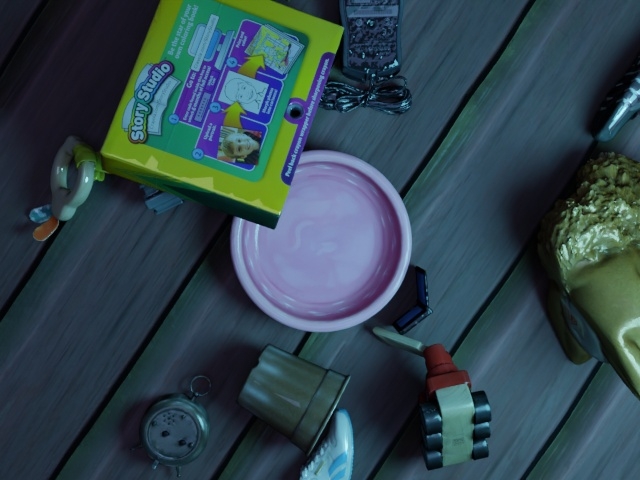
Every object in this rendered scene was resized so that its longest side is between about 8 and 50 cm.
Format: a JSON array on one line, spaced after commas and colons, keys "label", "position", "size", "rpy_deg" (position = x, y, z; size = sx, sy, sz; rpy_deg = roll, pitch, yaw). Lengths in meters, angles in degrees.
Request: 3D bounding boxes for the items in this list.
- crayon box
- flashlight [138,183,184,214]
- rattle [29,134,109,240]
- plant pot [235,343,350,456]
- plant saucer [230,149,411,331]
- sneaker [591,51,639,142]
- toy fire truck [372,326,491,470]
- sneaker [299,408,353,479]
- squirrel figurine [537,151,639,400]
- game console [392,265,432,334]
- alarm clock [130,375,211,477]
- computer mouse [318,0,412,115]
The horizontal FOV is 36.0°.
[{"label": "crayon box", "position": [-0.164, -0.243, 1.680], "size": [0.313, 0.106, 0.363], "rpy_deg": [19, 75, -3]}, {"label": "flashlight", "position": [-0.183, -0.152, 1.801], "size": [0.304, 0.103, 0.103], "rpy_deg": [-25, 69, 4]}, {"label": "rattle", "position": [-0.437, -0.088, 1.822], "size": [0.130, 0.142, 0.200], "rpy_deg": [30, 109, 28]}, {"label": "plant pot", "position": [-0.055, 0.282, 1.802], "size": [0.165, 0.167, 0.167], "rpy_deg": [28, 91, 4]}, {"label": "plant saucer", "position": [0.000, 0.000, 1.820], "size": [0.332, 0.084, 0.332], "rpy_deg": [0, 94, -2]}, {"label": "sneaker", "position": [0.640, -0.268, 1.827], "size": [0.162, 0.106, 0.281], "rpy_deg": [35, 90, -7]}, {"label": "toy fire truck", "position": [0.202, 0.272, 1.814], "size": [0.158, 0.217, 0.246], "rpy_deg": [-12, 52, -2]}, {"label": "sneaker", "position": [0.010, 0.426, 1.843], "size": [0.092, 0.087, 0.229], "rpy_deg": [10, 91, -1]}, {"label": "squirrel figurine", "position": [0.596, 0.027, 1.763], "size": [0.370, 0.281, 0.397], "rpy_deg": [-28, 96, -7]}, {"label": "game console", "position": [0.164, 0.110, 1.814], "size": [0.107, 0.122, 0.071], "rpy_deg": [-38, 93, 0]}, {"label": "alarm clock", "position": [-0.263, 0.338, 1.839], "size": [0.129, 0.064, 0.192], "rpy_deg": [29, 88, -4]}, {"label": "computer mouse", "position": [0.082, -0.373, 1.816], "size": [0.188, 0.072, 0.272], "rpy_deg": [2, 105, -5]}]
